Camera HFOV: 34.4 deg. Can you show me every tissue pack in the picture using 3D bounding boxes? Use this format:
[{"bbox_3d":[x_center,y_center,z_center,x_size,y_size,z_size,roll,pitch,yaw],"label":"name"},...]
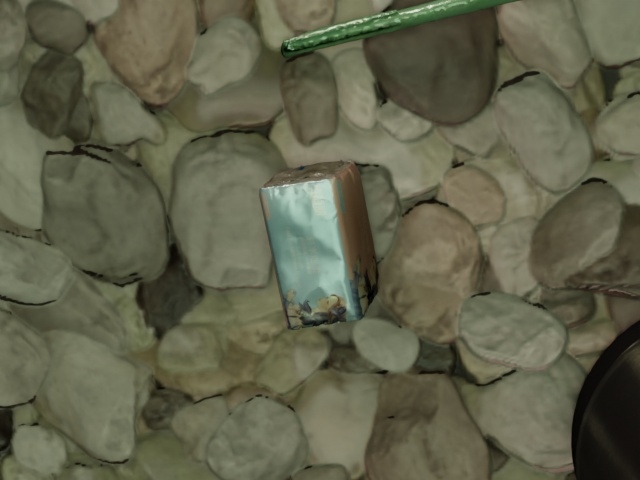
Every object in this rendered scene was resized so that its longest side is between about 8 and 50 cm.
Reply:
[{"bbox_3d":[0.000,0.000,0.653,0.059,0.074,0.094,-8,103,13],"label":"tissue pack"}]

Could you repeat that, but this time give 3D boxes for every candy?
[{"bbox_3d":[0.135,-0.151,0.617,0.336,0.093,0.092,-10,109,15],"label":"candy"}]

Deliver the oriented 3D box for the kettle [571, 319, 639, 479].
[{"bbox_3d":[0.281,0.164,0.566,0.251,0.271,0.207,13,103,2],"label":"kettle"}]
